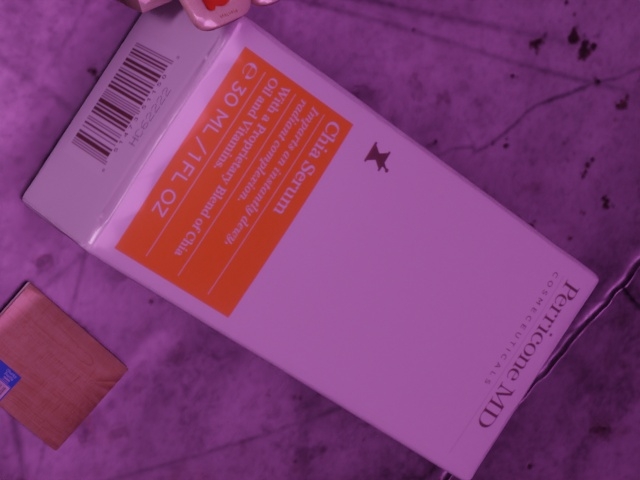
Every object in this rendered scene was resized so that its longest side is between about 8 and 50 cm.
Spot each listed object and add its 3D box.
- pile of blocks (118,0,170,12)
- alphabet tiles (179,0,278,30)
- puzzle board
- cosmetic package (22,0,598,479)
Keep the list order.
[{"bbox_3d":[-0.232,-0.272,1.495,0.362,0.112,0.149,9,101,-31],"label":"pile of blocks"},{"bbox_3d":[-0.099,-0.309,1.523,0.284,0.021,0.278,-29,89,-35],"label":"alphabet tiles"},{"bbox_3d":[-0.240,0.109,1.672,0.096,0.011,0.128,-48,121,-6],"label":"puzzle board"},{"bbox_3d":[0.000,0.000,1.679,0.453,0.161,0.230,33,89,-33],"label":"cosmetic package"}]
